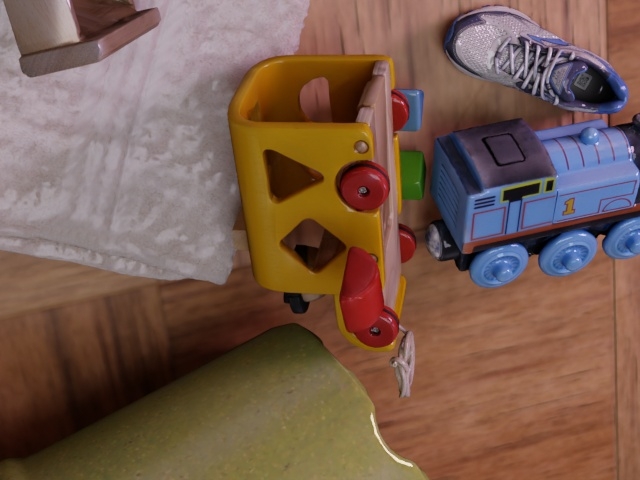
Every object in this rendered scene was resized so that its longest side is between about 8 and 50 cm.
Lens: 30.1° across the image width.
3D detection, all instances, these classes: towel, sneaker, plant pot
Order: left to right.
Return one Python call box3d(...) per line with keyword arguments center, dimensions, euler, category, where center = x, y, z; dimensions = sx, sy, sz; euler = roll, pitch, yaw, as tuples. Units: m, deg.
box3d(center=(-0.108, -0.113, 0.722), dimensions=(0.187, 0.049, 0.282), euler=(13, 107, -21), category="towel")
box3d(center=(-0.067, 0.194, 0.760), dimensions=(0.254, 0.276, 0.276), euler=(-35, 117, -12), category="plant pot")
box3d(center=(0.147, -0.117, 0.784), dimensions=(0.135, 0.058, 0.052), euler=(14, 108, -20), category="sneaker")

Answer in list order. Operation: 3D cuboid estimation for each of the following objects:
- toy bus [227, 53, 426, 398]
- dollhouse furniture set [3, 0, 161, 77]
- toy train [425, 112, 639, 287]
box3d(center=(0.000, -0.013, 0.720), dimensions=(0.104, 0.191, 0.202), euler=(2, 80, 12), category="toy bus")
box3d(center=(-0.040, -0.191, 0.574), dimensions=(0.242, 0.212, 0.161), euler=(-11, 108, 13), category="dollhouse furniture set")
box3d(center=(0.160, -0.032, 0.798), dimensions=(0.184, 0.080, 0.105), euler=(-11, 138, -10), category="toy train")
